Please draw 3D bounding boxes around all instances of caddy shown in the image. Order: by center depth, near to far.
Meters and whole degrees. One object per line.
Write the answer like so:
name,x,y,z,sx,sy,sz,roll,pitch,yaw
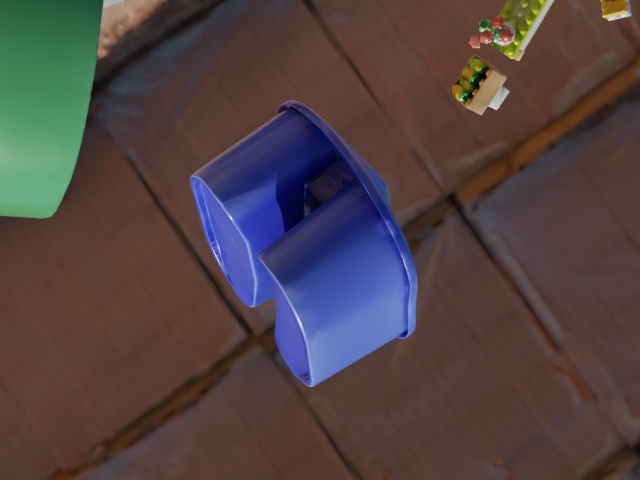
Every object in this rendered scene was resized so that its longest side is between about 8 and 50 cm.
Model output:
caddy,0.000,0.000,1.408,0.179,0.241,0.341,-32,158,-12

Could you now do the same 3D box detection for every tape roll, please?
tape roll,-0.221,-0.177,0.950,0.077,0.321,0.321,3,159,-22

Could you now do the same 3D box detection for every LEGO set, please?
LEGO set,0.225,-0.229,1.246,0.287,0.132,0.107,-24,173,22

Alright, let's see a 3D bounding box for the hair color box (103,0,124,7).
hair color box,-0.292,-0.482,1.716,0.174,0.347,0.105,-16,-167,5
